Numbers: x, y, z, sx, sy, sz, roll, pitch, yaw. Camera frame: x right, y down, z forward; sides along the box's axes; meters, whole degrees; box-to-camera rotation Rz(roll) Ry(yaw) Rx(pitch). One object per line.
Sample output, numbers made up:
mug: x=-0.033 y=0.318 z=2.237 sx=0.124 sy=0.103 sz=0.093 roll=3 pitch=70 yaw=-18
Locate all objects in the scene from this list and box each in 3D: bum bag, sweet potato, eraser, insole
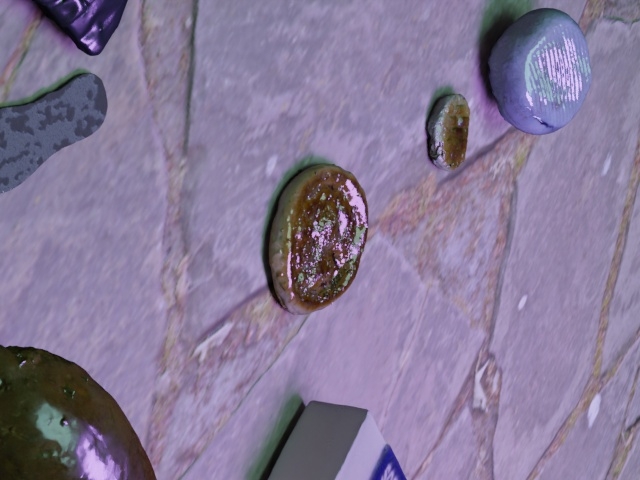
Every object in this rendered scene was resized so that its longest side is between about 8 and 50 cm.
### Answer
bum bag: x=-0.202 y=-0.232 z=1.462 sx=0.248 sy=0.060 sz=0.123 roll=38 pitch=66 yaw=-57
sweet potato: x=-0.180 y=0.206 z=1.554 sx=0.130 sy=0.130 sz=0.423 roll=-67 pitch=153 yaw=-23
eraser: x=0.037 y=0.290 z=1.960 sx=0.124 sy=0.081 sz=0.279 roll=-60 pitch=143 yaw=-31
insole: x=-0.224 y=-0.081 z=1.512 sx=0.193 sy=0.006 sz=0.065 roll=-37 pitch=127 yaw=-50

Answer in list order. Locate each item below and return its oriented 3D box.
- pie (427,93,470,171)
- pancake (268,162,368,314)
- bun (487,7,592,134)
pie: x=0.139 y=-0.115 z=2.091 sx=0.084 sy=0.020 sz=0.084 roll=-22 pitch=116 yaw=-55
pancake: x=0.000 y=0.000 z=1.882 sx=0.158 sy=0.028 sz=0.158 roll=-22 pitch=117 yaw=-53
bun: x=0.235 y=-0.187 z=2.178 sx=0.141 sy=0.083 sz=0.141 roll=-13 pitch=108 yaw=-47
